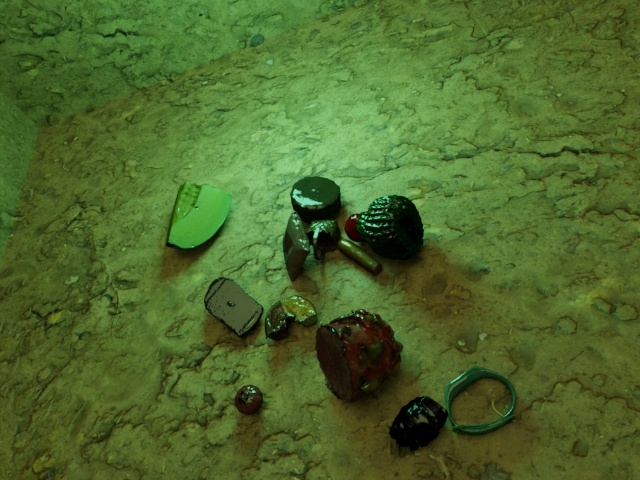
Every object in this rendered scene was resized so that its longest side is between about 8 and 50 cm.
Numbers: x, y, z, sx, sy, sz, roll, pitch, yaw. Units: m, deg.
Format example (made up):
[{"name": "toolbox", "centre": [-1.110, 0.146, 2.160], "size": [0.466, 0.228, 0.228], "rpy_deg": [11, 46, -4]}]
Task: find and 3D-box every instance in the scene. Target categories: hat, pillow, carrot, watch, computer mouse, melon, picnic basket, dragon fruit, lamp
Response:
[{"name": "hat", "centre": [0.222, -0.042, 1.898], "size": [0.332, 0.274, 0.242], "rpy_deg": [0, 46, 41]}, {"name": "pillow", "centre": [-0.106, 0.023, 2.009], "size": [0.084, 0.236, 0.223], "rpy_deg": [-1, 56, -19]}, {"name": "carrot", "centre": [0.155, 0.062, 1.965], "size": [0.067, 0.067, 0.225], "rpy_deg": [-45, 56, -11]}, {"name": "watch", "centre": [0.503, 0.517, 1.535], "size": [0.237, 0.068, 0.195], "rpy_deg": [-31, 55, -6]}, {"name": "computer mouse", "centre": [-0.365, 0.277, 2.013], "size": [0.295, 0.087, 0.168], "rpy_deg": [37, 79, 22]}, {"name": "melon", "centre": [-0.622, -0.112, 2.292], "size": [0.331, 0.226, 0.344], "rpy_deg": [17, 78, 16]}, {"name": "picnic basket", "centre": [0.000, 0.000, 2.023], "size": [0.137, 0.128, 0.179], "rpy_deg": [0, 49, 23]}, {"name": "dragon fruit", "centre": [0.157, 0.381, 1.645], "size": [0.262, 0.314, 0.296], "rpy_deg": [-15, 78, -23]}, {"name": "lamp", "centre": [-0.263, 0.584, 1.761], "size": [0.107, 0.092, 0.108], "rpy_deg": [-10, 54, 15]}]

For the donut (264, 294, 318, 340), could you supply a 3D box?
[{"name": "donut", "centre": [-0.115, 0.303, 1.896], "size": [0.217, 0.085, 0.141], "rpy_deg": [-22, 53, 5]}]

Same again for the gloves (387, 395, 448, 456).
[{"name": "gloves", "centre": [0.296, 0.600, 1.533], "size": [0.203, 0.124, 0.164], "rpy_deg": [-45, 33, -18]}]

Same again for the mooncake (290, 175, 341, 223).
[{"name": "mooncake", "centre": [-0.019, -0.176, 2.138], "size": [0.228, 0.124, 0.228], "rpy_deg": [-1, 46, 1]}]
